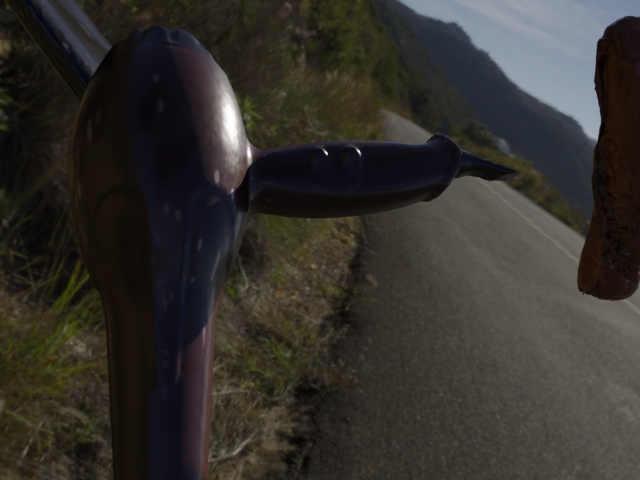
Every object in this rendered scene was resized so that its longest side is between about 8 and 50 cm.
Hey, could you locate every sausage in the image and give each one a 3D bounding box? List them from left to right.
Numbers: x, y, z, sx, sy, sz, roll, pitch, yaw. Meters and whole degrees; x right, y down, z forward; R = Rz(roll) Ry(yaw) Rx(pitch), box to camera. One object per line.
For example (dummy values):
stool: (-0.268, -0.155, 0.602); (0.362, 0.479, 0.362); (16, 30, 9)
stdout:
sausage: (0.331, -0.072, 0.730); (0.079, 0.326, 0.087); (-24, 32, -33)

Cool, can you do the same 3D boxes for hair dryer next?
hair dryer: (0.000, 0.000, 0.491); (0.340, 0.312, 0.123); (-4, -14, -17)

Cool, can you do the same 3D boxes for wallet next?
wallet: (-0.237, -0.188, 0.625); (0.321, 0.044, 0.170); (54, 6, -18)
